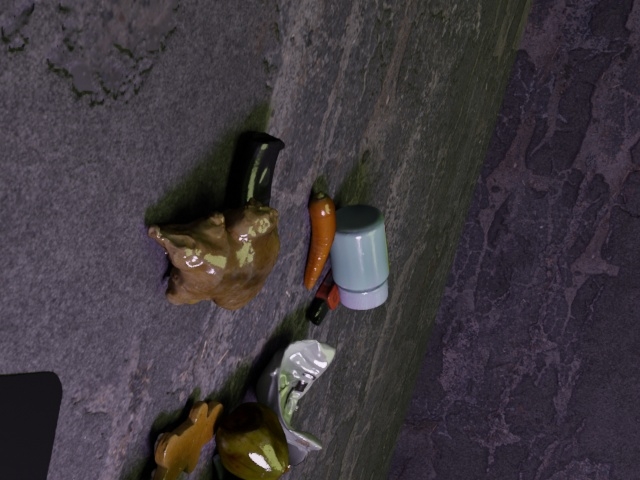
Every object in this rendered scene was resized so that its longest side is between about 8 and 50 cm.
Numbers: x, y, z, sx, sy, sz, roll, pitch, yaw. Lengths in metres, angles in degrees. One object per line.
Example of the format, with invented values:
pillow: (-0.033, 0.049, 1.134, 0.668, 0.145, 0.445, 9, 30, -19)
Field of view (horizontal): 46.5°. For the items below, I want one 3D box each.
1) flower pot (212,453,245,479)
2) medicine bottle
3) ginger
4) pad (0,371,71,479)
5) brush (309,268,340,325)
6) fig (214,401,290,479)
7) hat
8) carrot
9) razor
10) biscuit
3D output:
flower pot: (-0.173, 0.534, 1.665, 0.108, 0.103, 0.229, -43, 145, -51)
medicine bottle: (0.092, 0.040, 1.765, 0.139, 0.139, 0.225, -46, 137, -47)
ginger: (-0.162, 0.017, 1.185, 0.219, 0.123, 0.270, -48, 160, 5)
pad: (-0.440, 0.352, 0.959, 0.315, 0.063, 0.375, 20, 80, -68)
brush: (0.057, 0.076, 1.897, 0.323, 0.051, 0.070, -56, 148, -25)
fig: (-0.134, 0.417, 1.519, 0.144, 0.166, 0.154, -35, 172, -22)
hat: (-0.086, 0.376, 1.728, 0.301, 0.168, 0.258, 121, -15, -48)
carrot: (0.000, 0.000, 1.668, 0.066, 0.062, 0.271, -66, 165, -47)
razor: (-0.113, -0.114, 1.290, 0.090, 0.054, 0.148, -24, 132, -62)
biscuit: (-0.252, 0.378, 1.414, 0.240, 0.035, 0.158, -35, 142, -67)
